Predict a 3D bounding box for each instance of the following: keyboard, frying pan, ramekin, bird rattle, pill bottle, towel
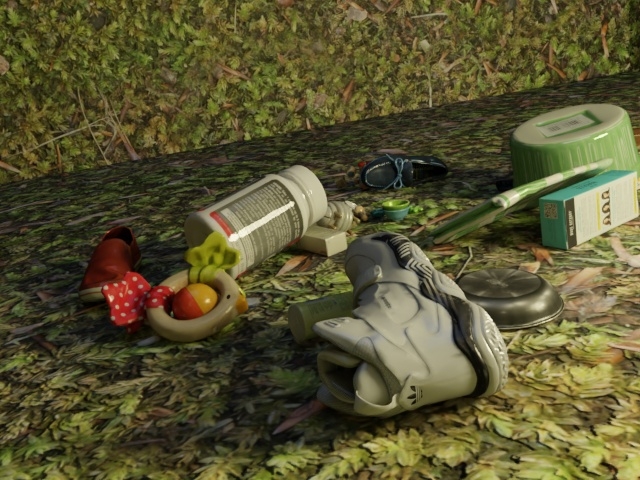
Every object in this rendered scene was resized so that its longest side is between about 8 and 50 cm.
[{"bbox_3d":[0.555,-0.167,1.839,0.192,0.038,0.100,-6,17,5],"label":"keyboard"},{"bbox_3d":[0.224,0.096,1.129,0.327,0.053,0.197,-5,17,0],"label":"frying pan"},{"bbox_3d":[0.602,-0.214,1.682,0.304,0.148,0.303,-16,22,7],"label":"ramekin"},{"bbox_3d":[-0.241,0.097,1.233,0.254,0.143,0.207,-21,37,-27],"label":"bird rattle"},{"bbox_3d":[-0.130,-0.042,1.485,0.283,0.161,0.161,-32,27,-33],"label":"pill bottle"},{"bbox_3d":[0.413,-0.080,1.454,0.325,0.038,0.248,-17,-10,-30],"label":"towel"}]

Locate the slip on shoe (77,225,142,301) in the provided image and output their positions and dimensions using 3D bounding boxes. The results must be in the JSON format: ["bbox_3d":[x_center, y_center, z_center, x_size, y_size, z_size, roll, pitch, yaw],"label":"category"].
[{"bbox_3d":[-0.454,0.051,1.516,0.123,0.101,0.331,-8,18,-3],"label":"slip on shoe"}]

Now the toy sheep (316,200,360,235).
[{"bbox_3d":[0.033,-0.051,1.630,0.091,0.091,0.132,9,-8,45],"label":"toy sheep"}]

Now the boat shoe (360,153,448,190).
[{"bbox_3d":[0.242,-0.203,1.996,0.259,0.108,0.089,-16,21,-15],"label":"boat shoe"}]

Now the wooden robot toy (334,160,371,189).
[{"bbox_3d":[0.124,-0.183,2.057,0.174,0.076,0.079,-5,28,11],"label":"wooden robot toy"}]

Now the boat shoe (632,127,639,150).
[{"bbox_3d":[0.784,-0.298,2.008,0.324,0.119,0.122,-9,17,-1],"label":"boat shoe"}]

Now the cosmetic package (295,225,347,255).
[{"bbox_3d":[0.000,0.000,1.556,0.060,0.041,0.115,-21,21,-33],"label":"cosmetic package"}]

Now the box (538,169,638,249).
[{"bbox_3d":[0.541,-0.066,1.405,0.244,0.100,0.060,-19,18,-32],"label":"box"}]

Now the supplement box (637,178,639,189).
[{"bbox_3d":[0.729,-0.148,1.686,0.062,0.036,0.098,-17,19,-22],"label":"supplement box"}]

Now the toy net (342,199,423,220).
[{"bbox_3d":[0.133,-0.084,1.759,0.232,0.045,0.122,4,21,36],"label":"toy net"}]

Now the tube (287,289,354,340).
[{"bbox_3d":[0.065,0.110,1.151,0.240,0.070,0.062,-12,-22,-29],"label":"tube"}]

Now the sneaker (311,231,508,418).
[{"bbox_3d":[0.068,0.106,0.956,0.210,0.137,0.366,-14,30,-20],"label":"sneaker"}]
